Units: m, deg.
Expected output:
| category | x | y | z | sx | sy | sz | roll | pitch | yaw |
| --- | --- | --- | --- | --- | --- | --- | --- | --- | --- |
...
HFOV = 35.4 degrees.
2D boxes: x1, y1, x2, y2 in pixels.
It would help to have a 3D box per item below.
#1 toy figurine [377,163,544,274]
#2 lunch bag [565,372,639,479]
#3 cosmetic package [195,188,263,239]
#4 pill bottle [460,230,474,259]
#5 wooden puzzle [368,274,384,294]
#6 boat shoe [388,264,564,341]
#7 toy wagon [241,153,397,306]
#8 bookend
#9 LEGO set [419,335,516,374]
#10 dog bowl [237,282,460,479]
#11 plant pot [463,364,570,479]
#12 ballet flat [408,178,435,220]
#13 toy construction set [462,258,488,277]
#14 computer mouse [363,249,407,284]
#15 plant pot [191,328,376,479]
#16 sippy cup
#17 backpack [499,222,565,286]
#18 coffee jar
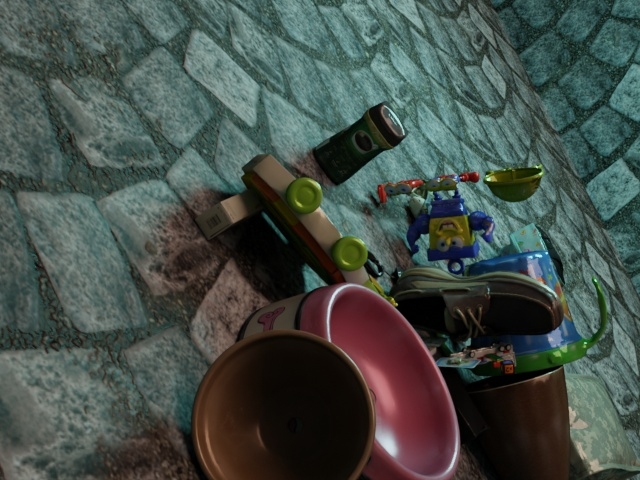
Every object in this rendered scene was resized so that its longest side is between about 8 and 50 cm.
| category | x | y | z | sx | sy | sz | roll | pitch | yaw |
| --- | --- | --- | --- | --- | --- | --- | --- | --- | --- |
| toy figurine | 0.316 | -0.037 | 2.186 | 0.191 | 0.362 | 0.217 | -22 | 106 | -72 |
| lunch bag | 0.553 | 0.421 | 2.187 | 0.287 | 0.169 | 0.235 | 25 | 40 | -55 |
| cosmetic package | -0.145 | -0.043 | 1.614 | 0.041 | 0.060 | 0.115 | 58 | 27 | 0 |
| pill bottle | 0.333 | -0.005 | 2.399 | 0.067 | 0.067 | 0.120 | 47 | 27 | -20 |
| wooden puzzle | 0.093 | 0.097 | 1.923 | 0.079 | 0.014 | 0.116 | 52 | 27 | -11 |
| boat shoe | 0.279 | 0.139 | 1.886 | 0.130 | 0.355 | 0.132 | -44 | 125 | -41 |
| toy wagon | 0.000 | 0.000 | 1.678 | 0.344 | 0.068 | 0.267 | 52 | -8 | -12 |
| bookend | 0.222 | 0.319 | 1.827 | 0.157 | 0.072 | 0.156 | 57 | 25 | 1 |
| LEGO set | 0.247 | 0.222 | 1.826 | 0.182 | 0.244 | 0.060 | -23 | 110 | -61 |
| dog bowl | 0.060 | 0.246 | 1.544 | 0.408 | 0.150 | 0.408 | 41 | 30 | -29 |
| plant pot | 0.398 | 0.379 | 1.955 | 0.215 | 0.215 | 0.231 | -10 | 84 | -62 |
| ballet flat | 0.236 | -0.087 | 2.345 | 0.070 | 0.070 | 0.188 | 49 | 25 | -16 |
| toy construction set | 0.406 | 0.163 | 2.270 | 0.327 | 0.151 | 0.215 | 24 | 66 | -38 |
| computer mouse | 0.154 | 0.064 | 2.038 | 0.242 | 0.041 | 0.071 | 31 | 37 | -42 |
| plant pot | -0.042 | 0.239 | 1.317 | 0.237 | 0.237 | 0.110 | 64 | 2 | 14 |
| sippy cup | 0.399 | 0.141 | 2.028 | 0.305 | 0.240 | 0.224 | -12 | 88 | -21 |
| backpack | 0.549 | 0.050 | 2.612 | 0.188 | 0.144 | 0.166 | 57 | 14 | -65 |
| coffee jar | 0.085 | -0.202 | 2.052 | 0.096 | 0.184 | 0.079 | 55 | 26 | -6 |
